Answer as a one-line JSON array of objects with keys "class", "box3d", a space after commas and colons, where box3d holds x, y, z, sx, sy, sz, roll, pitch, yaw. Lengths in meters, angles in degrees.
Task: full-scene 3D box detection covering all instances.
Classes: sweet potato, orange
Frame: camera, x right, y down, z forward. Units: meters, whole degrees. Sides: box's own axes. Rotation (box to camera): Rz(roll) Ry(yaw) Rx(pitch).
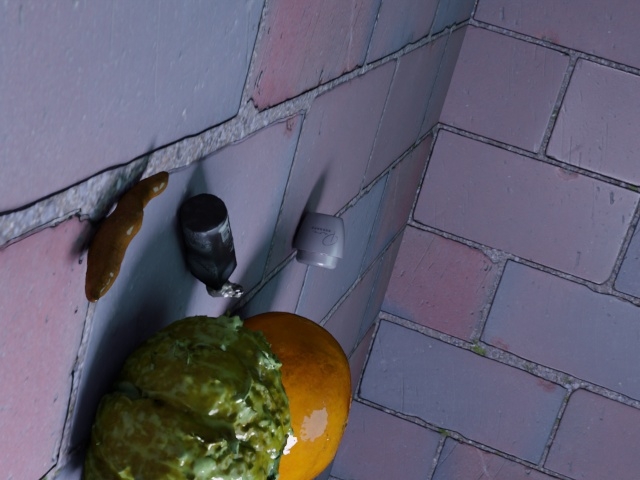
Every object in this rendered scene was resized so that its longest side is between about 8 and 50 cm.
[{"class": "sweet potato", "box3d": [-0.195, -0.012, 1.031, 0.044, 0.044, 0.179, 96, 10, -51]}, {"class": "orange", "box3d": [-0.068, 0.252, 1.642, 0.284, 0.226, 0.284, 13, 90, -79]}, {"class": "orange", "box3d": [-0.143, 0.234, 1.246, 0.300, 0.223, 0.301, 97, 15, -68]}]

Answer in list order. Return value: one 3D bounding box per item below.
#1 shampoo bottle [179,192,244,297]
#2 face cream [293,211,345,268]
[{"class": "shampoo bottle", "box3d": [-0.134, 0.017, 1.318, 0.057, 0.063, 0.208, -53, 164, -22]}, {"class": "face cream", "box3d": [0.000, 0.000, 1.882, 0.091, 0.091, 0.095, 19, 82, -79]}]
